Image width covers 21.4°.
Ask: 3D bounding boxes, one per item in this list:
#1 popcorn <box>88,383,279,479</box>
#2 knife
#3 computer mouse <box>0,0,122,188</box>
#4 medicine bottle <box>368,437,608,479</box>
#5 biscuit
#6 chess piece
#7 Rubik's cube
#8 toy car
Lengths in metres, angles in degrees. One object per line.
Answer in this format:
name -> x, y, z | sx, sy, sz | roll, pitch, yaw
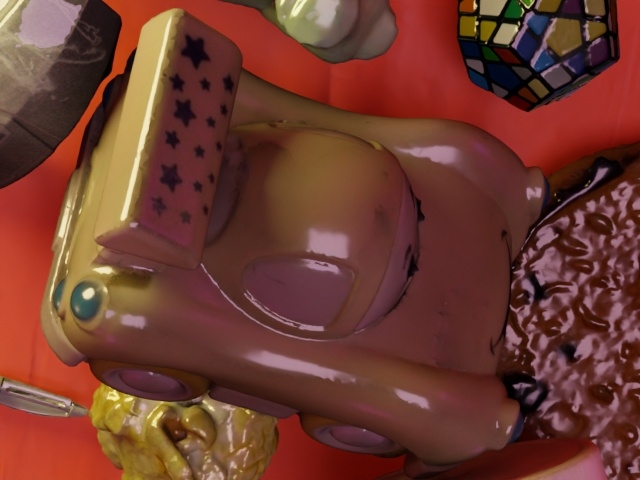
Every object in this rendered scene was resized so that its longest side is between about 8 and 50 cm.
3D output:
popcorn -> -0.099, 0.136, 1.277 | 0.141, 0.162, 0.135 | -17, 147, 17
knife -> -0.265, 0.106, 1.279 | 0.184, 0.026, 0.022 | 18, 62, -14
computer mouse -> -0.222, -0.096, 1.158 | 0.126, 0.071, 0.231 | 26, 131, -33
medicine bottle -> 0.137, 0.324, 1.223 | 0.256, 0.256, 0.325 | -13, 89, -8
biscuit -> 0.258, 0.063, 1.347 | 0.296, 0.075, 0.296 | -2, 100, -10
chess piece -> -0.070, -0.207, 1.147 | 0.298, 0.176, 0.176 | 30, 98, -19
Rubik's cube -> 0.161, -0.161, 1.243 | 0.133, 0.133, 0.112 | 42, 66, -20
toy car -> 0.000, 0.000, 1.155 | 0.336, 0.226, 0.242 | 17, 64, -15
